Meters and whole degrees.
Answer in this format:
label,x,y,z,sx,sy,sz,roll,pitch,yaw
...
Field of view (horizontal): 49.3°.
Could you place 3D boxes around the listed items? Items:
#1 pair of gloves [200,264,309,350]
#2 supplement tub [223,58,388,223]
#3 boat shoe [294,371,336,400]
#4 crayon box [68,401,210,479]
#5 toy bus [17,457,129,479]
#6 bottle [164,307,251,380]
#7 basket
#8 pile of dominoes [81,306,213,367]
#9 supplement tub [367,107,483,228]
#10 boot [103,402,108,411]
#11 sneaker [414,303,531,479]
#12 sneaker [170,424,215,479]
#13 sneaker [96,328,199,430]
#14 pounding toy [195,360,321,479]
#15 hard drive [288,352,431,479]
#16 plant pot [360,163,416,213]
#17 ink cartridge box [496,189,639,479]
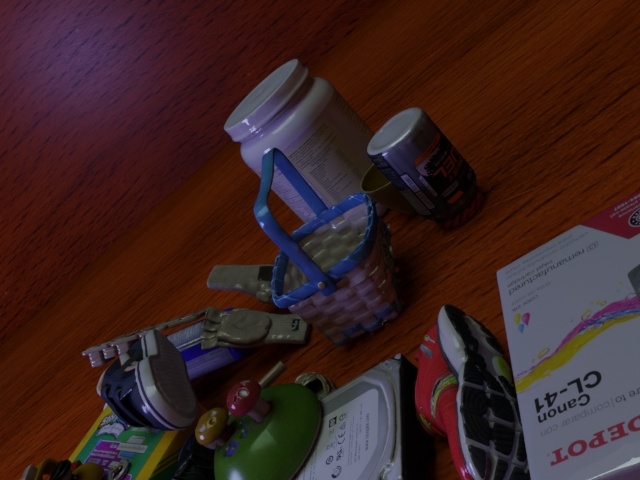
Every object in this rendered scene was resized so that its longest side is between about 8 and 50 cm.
label,x,y,z,sx,sy,sz,roll,pitch,yaw
pair of gloves,-0.119,0.122,1.324,0.204,0.042,0.240,-1,34,0
supplement tub,-0.012,-0.179,1.416,0.235,0.325,0.235,-37,22,18
boat shoe,-0.008,0.228,1.051,0.056,0.048,0.153,-47,22,-5
crayon box,-0.350,0.435,1.210,0.363,0.106,0.313,-15,35,49
toy bus,-0.440,0.408,1.126,0.191,0.104,0.202,-12,38,51
bottle,-0.275,0.229,1.367,0.283,0.092,0.118,-24,19,2
basket,0.000,0.000,1.119,0.201,0.289,0.254,-36,24,20
pile of dominoes,-0.328,0.190,1.378,0.251,0.040,0.196,-18,0,7
supplement tub,0.176,-0.115,1.148,0.117,0.190,0.117,-37,23,19
boot,-0.428,0.337,1.597,0.190,0.069,0.086,-49,13,-32
sneaker,0.162,0.192,0.787,0.118,0.107,0.279,-56,13,24
sneaker,-0.182,0.359,1.024,0.227,0.087,0.130,-66,3,-38
sneaker,-0.281,0.250,1.129,0.127,0.126,0.321,-41,14,-6
pounding toy,-0.109,0.240,0.950,0.183,0.110,0.237,-48,21,-5
hard drive,-0.012,0.310,0.882,0.339,0.064,0.237,-37,22,25
plant pot,0.156,-0.106,1.297,0.134,0.095,0.134,-37,24,19
ink cartridge box,0.296,0.103,0.626,0.226,0.131,0.306,-34,23,26
